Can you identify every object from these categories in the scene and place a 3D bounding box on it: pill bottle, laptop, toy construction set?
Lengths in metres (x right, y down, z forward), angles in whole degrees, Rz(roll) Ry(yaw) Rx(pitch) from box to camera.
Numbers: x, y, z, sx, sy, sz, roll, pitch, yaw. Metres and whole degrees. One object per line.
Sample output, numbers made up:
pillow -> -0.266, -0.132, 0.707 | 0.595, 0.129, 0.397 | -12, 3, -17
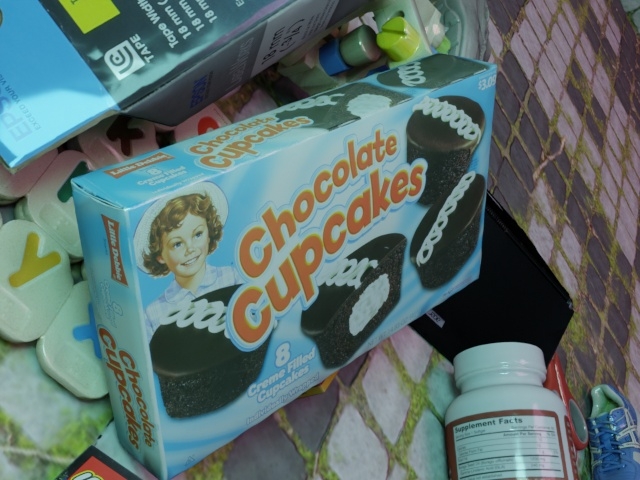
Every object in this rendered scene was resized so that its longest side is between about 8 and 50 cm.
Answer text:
pill bottle -> 0.184, 0.215, 0.765 | 0.121, 0.121, 0.216 | 28, 51, -43
laptop -> 0.187, 0.035, 0.960 | 0.234, 0.137, 0.264 | 42, 17, -32
toy construction set -> 0.050, -0.258, 0.746 | 0.151, 0.215, 0.327 | 46, 54, -35

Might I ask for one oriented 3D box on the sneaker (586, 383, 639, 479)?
sneaker -> 0.381, 0.274, 1.044 | 0.081, 0.080, 0.211 | 52, 28, -12

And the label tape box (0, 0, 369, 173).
label tape box -> -0.121, -0.214, 0.528 | 0.334, 0.106, 0.240 | -37, 89, -17

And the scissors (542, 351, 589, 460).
scissors -> 0.293, 0.140, 1.036 | 0.109, 0.021, 0.297 | 2, 72, -51

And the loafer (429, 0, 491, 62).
loafer -> 0.172, -0.247, 1.006 | 0.111, 0.112, 0.319 | 33, 47, -28

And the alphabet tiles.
alphabet tiles -> -0.155, -0.045, 0.542 | 0.284, 0.021, 0.278 | 47, 41, -27

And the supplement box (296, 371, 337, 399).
supplement box -> -0.022, 0.077, 0.634 | 0.083, 0.043, 0.055 | 60, 38, -13

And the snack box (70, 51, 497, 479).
snack box -> 0.000, 0.000, 0.540 | 0.322, 0.060, 0.187 | -27, 128, -38

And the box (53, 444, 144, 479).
box -> -0.073, 0.220, 0.376 | 0.233, 0.044, 0.159 | 30, 36, 11
